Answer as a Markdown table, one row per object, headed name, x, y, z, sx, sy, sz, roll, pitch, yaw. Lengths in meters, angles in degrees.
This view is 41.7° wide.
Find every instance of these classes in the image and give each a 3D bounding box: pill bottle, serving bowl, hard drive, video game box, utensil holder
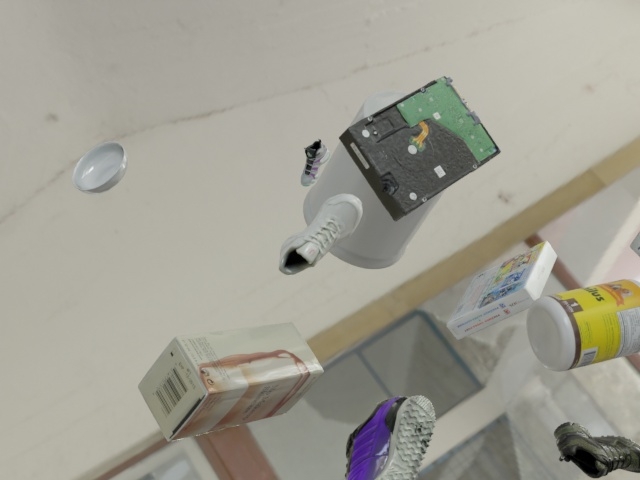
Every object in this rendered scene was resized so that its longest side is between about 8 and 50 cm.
| name | x | y | z | sx | sy | sz | roll | pitch | yaw |
| --- | --- | --- | --- | --- | --- | --- | --- | --- | --- |
| pill bottle | 0.438 | 0.126 | 1.301 | 0.215 | 0.117 | 0.117 | -10 | -31 | -17 |
| serving bowl | -0.291 | -0.093 | 1.127 | 0.083 | 0.083 | 0.027 | -36 | -43 | -1 |
| hard drive | 0.234 | -0.220 | 1.948 | 0.339 | 0.236 | 0.064 | -33 | -2 | -29 |
| video game box | 0.359 | 0.096 | 1.652 | 0.187 | 0.048 | 0.205 | -35 | 7 | 36 |
| utensil holder | 0.170 | -0.166 | 2.287 | 0.328 | 0.327 | 0.385 | -17 | -31 | -39 |

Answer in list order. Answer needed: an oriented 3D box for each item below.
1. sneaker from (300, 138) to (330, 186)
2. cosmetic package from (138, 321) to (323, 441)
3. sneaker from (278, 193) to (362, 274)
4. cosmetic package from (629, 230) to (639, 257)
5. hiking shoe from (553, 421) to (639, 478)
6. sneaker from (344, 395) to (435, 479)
| name | x | y | z | sx | sy | sz | roll | pitch | yaw |
| --- | --- | --- | --- | --- | --- | --- | --- | --- | --- |
| sneaker | -0.022 | -0.165 | 1.727 | 0.098 | 0.038 | 0.069 | -63 | -30 | -19 |
| cosmetic package | -0.158 | 0.252 | 1.532 | 0.296 | 0.129 | 0.153 | -3 | -42 | -49 |
| sneaker | 0.000 | 0.000 | 1.739 | 0.232 | 0.090 | 0.115 | -45 | 10 | 25 |
| cosmetic package | 0.677 | 0.035 | 1.358 | 0.225 | 0.224 | 0.138 | 8 | -56 | -30 |
| hiking shoe | 0.628 | 0.491 | 1.868 | 0.114 | 0.227 | 0.086 | -74 | 0 | -50 |
| sneaker | 0.093 | 0.410 | 1.505 | 0.146 | 0.102 | 0.293 | -5 | 48 | 52 |
